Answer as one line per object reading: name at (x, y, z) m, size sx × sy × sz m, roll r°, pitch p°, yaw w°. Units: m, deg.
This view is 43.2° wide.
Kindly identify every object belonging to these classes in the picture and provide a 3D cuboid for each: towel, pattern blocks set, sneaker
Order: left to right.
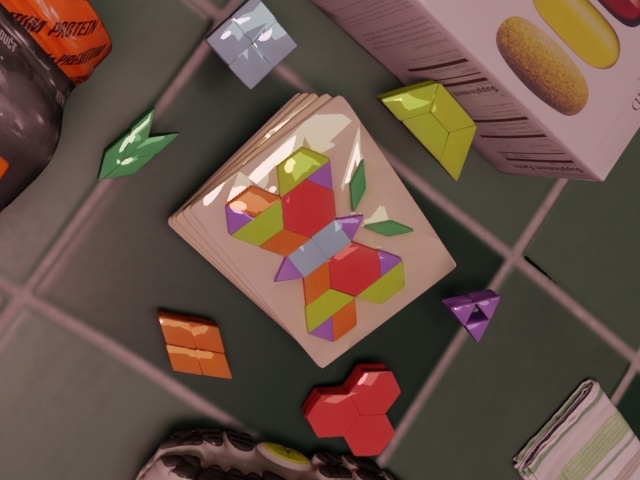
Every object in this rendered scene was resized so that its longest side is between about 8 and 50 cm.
sneaker at (-0.018, 0.232, 0.632) m, size 0.279 × 0.107 × 0.118 m, roll 23°, pitch 107°, yaw -19°
pattern blocks set at (0.000, 0.000, 0.598) m, size 0.325 × 0.026 × 0.285 m, roll 36°, pitch 97°, yaw -22°
towel at (0.260, 0.219, 0.760) m, size 0.113 × 0.023 × 0.152 m, roll -44°, pitch 109°, yaw -10°

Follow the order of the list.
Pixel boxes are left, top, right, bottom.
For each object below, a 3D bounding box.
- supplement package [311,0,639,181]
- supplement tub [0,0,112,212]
supplement package at (0.129, -0.170, 0.600) m, size 0.244 × 0.134 × 0.139 m, roll 37°, pitch 84°, yaw -21°
supplement tub at (-0.287, -0.046, 0.419) m, size 0.338 × 0.207 × 0.207 m, roll -47°, pitch 110°, yaw -9°
